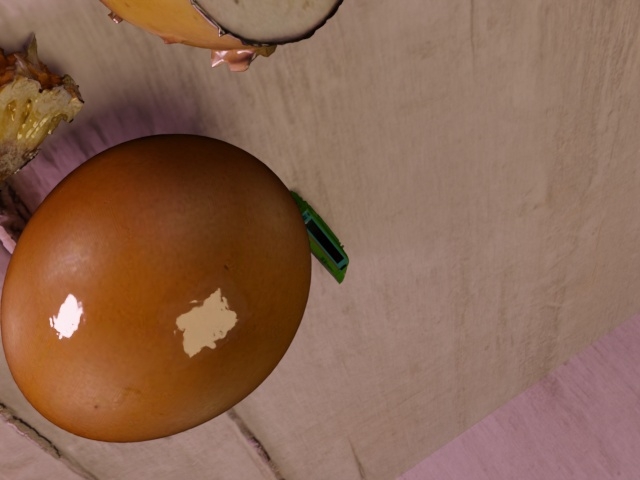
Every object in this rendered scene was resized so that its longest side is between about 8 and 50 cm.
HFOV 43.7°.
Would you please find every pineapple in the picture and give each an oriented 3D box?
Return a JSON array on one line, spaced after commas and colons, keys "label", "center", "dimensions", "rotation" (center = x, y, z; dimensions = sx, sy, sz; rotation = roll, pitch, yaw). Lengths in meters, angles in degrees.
[{"label": "pineapple", "center": [-0.326, -0.094, 0.680], "dimensions": [0.233, 0.079, 0.135], "rotation": [-43, 155, -3]}]

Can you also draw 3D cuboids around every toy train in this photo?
[{"label": "toy train", "center": [0.000, 0.000, 1.114], "dimensions": [0.042, 0.044, 0.209], "rotation": [-40, 147, 0]}]

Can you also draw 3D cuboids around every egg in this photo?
[{"label": "egg", "center": [-0.166, 0.052, 0.809], "dimensions": [0.283, 0.282, 0.351], "rotation": [14, 124, -50]}]

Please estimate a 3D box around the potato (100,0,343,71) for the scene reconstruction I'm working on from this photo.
[{"label": "potato", "center": [-0.078, -0.290, 0.592], "dimensions": [0.246, 0.196, 0.299], "rotation": [40, 72, -42]}]
